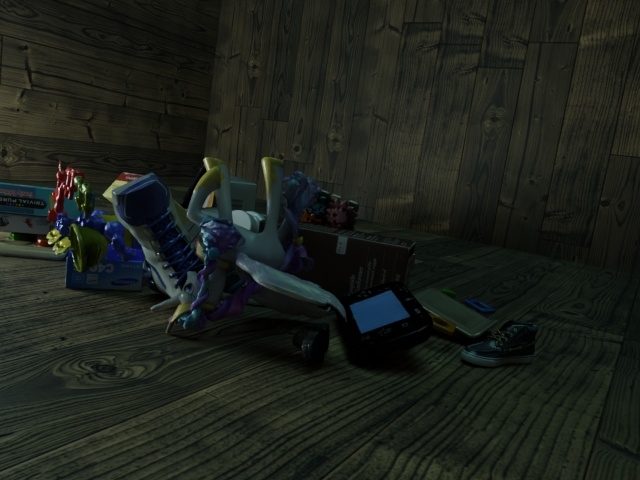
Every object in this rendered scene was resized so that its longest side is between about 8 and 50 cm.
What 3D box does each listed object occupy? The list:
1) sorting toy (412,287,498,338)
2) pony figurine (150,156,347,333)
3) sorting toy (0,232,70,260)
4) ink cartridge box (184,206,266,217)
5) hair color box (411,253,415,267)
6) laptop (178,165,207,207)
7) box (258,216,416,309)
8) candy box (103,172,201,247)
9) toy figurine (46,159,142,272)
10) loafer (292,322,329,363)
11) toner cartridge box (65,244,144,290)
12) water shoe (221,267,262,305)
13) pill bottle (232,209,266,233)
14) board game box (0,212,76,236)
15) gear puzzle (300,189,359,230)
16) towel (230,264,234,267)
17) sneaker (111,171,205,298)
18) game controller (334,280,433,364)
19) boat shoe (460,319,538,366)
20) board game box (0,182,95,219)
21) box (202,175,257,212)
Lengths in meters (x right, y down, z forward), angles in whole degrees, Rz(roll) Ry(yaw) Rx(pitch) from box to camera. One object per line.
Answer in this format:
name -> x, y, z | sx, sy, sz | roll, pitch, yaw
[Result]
sorting toy -> 0.301, 0.178, 1.292 | 0.196, 0.047, 0.348 | 26, 15, 27
pony figurine -> -0.119, 0.029, 1.073 | 0.351, 0.363, 0.303 | 12, -15, -6
sorting toy -> -0.832, -0.001, 1.500 | 0.307, 0.041, 0.229 | 6, 9, -12
ink cartridge box -> -0.352, -0.034, 1.859 | 0.223, 0.129, 0.307 | 12, 10, 23
hair color box -> 0.275, 0.073, 1.995 | 0.093, 0.053, 0.167 | 11, 11, 28
laptop -> -0.586, -0.163, 2.016 | 0.236, 0.408, 0.382 | 33, 7, -6
box -> 0.032, 0.064, 1.376 | 0.381, 0.191, 0.143 | 10, 9, 16
candy box -> -0.393, -0.040, 1.428 | 0.183, 0.087, 0.316 | 14, -26, 51
toy figurine -> -0.456, -0.047, 1.216 | 0.217, 0.191, 0.362 | 8, 9, -36
loafer -> -0.022, 0.186, 0.993 | 0.061, 0.062, 0.170 | 0, -2, 7
toner cartridge box -> -0.534, 0.043, 1.377 | 0.165, 0.075, 0.348 | 4, 10, -20
water shoe -> -0.185, 0.102, 1.294 | 0.203, 0.080, 0.073 | 8, 9, 0
pill bottle -> -0.211, -0.021, 1.731 | 0.131, 0.131, 0.229 | 12, -6, 22
board game box -> -0.786, -0.046, 1.604 | 0.305, 0.053, 0.193 | 6, 2, -19
gear puzzle -> 0.000, 0.000, 1.512 | 0.175, 0.339, 0.044 | 22, 49, 12
towel -> -0.213, 0.052, 1.496 | 0.152, 0.023, 0.113 | -24, -1, 33
sneaker -> -0.300, 0.021, 1.140 | 0.182, 0.315, 0.127 | 29, 51, 35
game controller -> 0.121, 0.155, 1.123 | 0.166, 0.067, 0.319 | -28, 13, 1
boat shoe -> 0.365, 0.205, 1.116 | 0.183, 0.083, 0.065 | 3, 10, -28
board game box -> -0.836, -0.117, 1.550 | 0.336, 0.079, 0.254 | 5, 3, -15
box -> -0.404, -0.164, 2.375 | 0.168, 0.215, 0.345 | 4, 9, -20
